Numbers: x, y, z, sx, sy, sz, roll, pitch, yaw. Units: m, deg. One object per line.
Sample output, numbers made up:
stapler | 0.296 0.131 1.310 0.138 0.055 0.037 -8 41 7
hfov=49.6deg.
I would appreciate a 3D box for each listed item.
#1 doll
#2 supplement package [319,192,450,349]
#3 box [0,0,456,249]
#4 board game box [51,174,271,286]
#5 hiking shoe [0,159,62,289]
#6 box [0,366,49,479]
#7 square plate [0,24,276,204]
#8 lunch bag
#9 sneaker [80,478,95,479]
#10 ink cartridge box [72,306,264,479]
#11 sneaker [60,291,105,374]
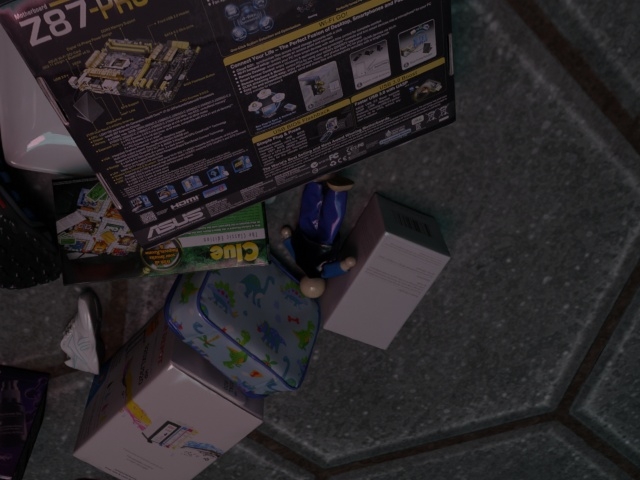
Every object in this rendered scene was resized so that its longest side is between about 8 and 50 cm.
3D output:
doll | 0.000 0.000 0.947 0.129 0.046 0.189 29 124 29
supplement package | 0.084 0.045 0.972 0.105 0.105 0.179 21 119 -18
box | -0.062 -0.184 0.693 0.394 0.097 0.318 -23 142 -4
board game box | -0.196 -0.023 0.857 0.259 0.030 0.136 -5 88 4
hiking shoe | -0.411 -0.050 0.872 0.113 0.132 0.304 -14 147 -1
box | -0.509 0.292 1.029 0.153 0.207 0.108 13 121 -14
square plate | -0.192 -0.204 0.794 0.343 0.049 0.347 8 132 -9
lunch bag | -0.099 0.098 0.955 0.090 0.176 0.219 -21 128 36
sneaker | -0.354 0.495 1.250 0.211 0.081 0.080 10 120 -12
ink cartridge box | -0.217 0.229 1.031 0.168 0.171 0.232 38 113 -25
sneaker | -0.358 0.141 1.034 0.061 0.054 0.152 6 123 -5
